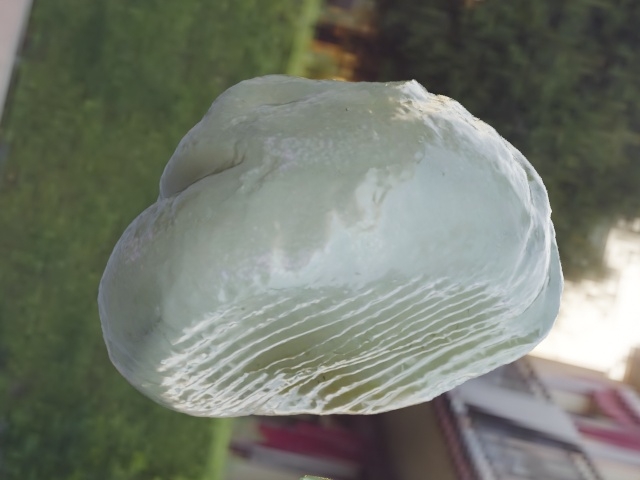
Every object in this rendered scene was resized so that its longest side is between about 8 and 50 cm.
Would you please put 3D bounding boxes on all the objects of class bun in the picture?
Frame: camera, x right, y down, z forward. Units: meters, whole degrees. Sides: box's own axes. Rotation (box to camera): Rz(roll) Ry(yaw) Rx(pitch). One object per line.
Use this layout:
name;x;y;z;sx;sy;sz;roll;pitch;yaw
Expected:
bun;0.000;0.000;1.312;0.365;0.365;0.219;109;-28;-60

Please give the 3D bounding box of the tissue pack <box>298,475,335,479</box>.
tissue pack;0.076;0.259;1.205;0.159;0.234;0.125;74;37;-80
